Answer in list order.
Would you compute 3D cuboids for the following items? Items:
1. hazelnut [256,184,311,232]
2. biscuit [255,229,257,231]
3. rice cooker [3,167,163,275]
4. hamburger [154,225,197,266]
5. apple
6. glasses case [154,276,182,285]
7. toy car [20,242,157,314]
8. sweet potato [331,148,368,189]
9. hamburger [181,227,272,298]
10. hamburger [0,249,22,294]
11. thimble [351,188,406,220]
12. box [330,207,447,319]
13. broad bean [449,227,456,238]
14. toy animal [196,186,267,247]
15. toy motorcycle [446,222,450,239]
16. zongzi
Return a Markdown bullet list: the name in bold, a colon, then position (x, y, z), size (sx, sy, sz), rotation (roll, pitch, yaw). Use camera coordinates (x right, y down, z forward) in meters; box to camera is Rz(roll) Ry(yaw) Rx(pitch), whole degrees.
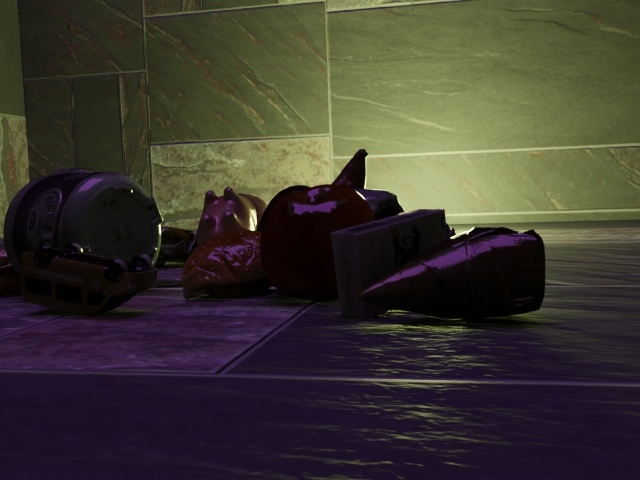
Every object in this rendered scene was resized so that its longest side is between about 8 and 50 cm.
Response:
- **hazelnut**: position (-0.049, -0.020, 1.760), size (0.229, 0.230, 0.229), rotation (-2, 4, 0)
- **biscuit**: position (-0.182, 0.017, 1.897), size (0.238, 0.041, 0.212), rotation (-33, -12, 0)
- **rice cooker**: position (-0.530, -0.020, 1.609), size (0.276, 0.289, 0.288), rotation (3, 7, 34)
- **hamburger**: position (-0.482, 0.014, 2.122), size (0.214, 0.125, 0.235), rotation (-11, -14, 27)
- **apple**: position (0.000, 0.000, 1.445), size (0.253, 0.254, 0.253), rotation (-2, 4, 0)
- **glasses case**: position (-0.357, 0.096, 1.693), size (0.083, 0.021, 0.032), rotation (-2, 2, 2)
- **toy car**: position (-0.433, 0.078, 1.354), size (0.256, 0.125, 0.101), rotation (9, 8, 20)
- **sweet potato**: position (0.057, -0.100, 2.036), size (0.131, 0.337, 0.131), rotation (15, 8, -2)
- **hamburger**: position (-0.185, 0.049, 1.513), size (0.155, 0.136, 0.207), rotation (-1, 6, 39)
- **hamburger**: position (-0.758, 0.069, 1.683), size (0.213, 0.108, 0.214), rotation (-1, 3, 0)
- **thimble**: position (0.099, -0.010, 1.675), size (0.157, 0.217, 0.245), rotation (5, -15, 33)
- **box**: position (0.130, 0.035, 1.264), size (0.233, 0.150, 0.067), rotation (-15, 16, -40)
- **broad bean**: position (0.225, 0.019, 1.947), size (0.291, 0.049, 0.144), rotation (-4, 36, 7)
- **toy animal**: position (-0.265, -0.035, 2.180), size (0.236, 0.269, 0.326), rotation (-2, 37, 9)
- **toy motorcycle**: position (0.206, -0.013, 1.879), size (0.263, 0.091, 0.157), rotation (14, 46, 33)
- **zongzi**: position (0.202, 0.059, 1.211), size (0.299, 0.145, 0.274), rotation (-9, 0, 2)
